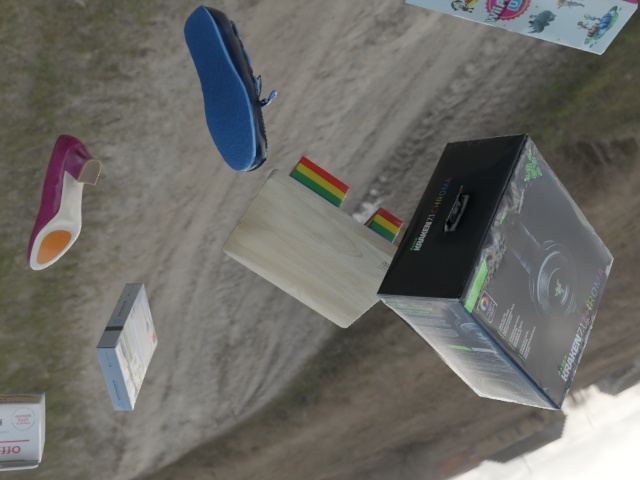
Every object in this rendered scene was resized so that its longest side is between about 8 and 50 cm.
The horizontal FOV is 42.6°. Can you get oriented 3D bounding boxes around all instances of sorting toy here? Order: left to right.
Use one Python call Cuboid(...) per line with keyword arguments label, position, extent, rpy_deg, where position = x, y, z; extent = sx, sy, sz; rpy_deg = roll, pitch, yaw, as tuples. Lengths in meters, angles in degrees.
Cuboid(label="sorting toy", position=(0.000, 0.000, 1.340), extent=(0.089, 0.257, 0.255), rpy_deg=(-61, -173, -34))

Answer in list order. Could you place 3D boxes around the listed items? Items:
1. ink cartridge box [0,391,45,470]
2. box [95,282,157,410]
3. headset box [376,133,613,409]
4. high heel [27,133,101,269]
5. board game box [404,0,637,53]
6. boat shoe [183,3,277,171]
Cuboid(label="ink cartridge box", position=(-0.342, 0.195, 0.853), extent=(0.104, 0.062, 0.181), rpy_deg=(0, 175, -17))
Cuboid(label="box", position=(-0.344, 0.187, 1.476), extent=(0.038, 0.186, 0.145), rpy_deg=(-1, 124, 7))
Cuboid(label="headset box", position=(0.228, 0.036, 1.051), extent=(0.131, 0.283, 0.246), rpy_deg=(0, -126, 47))
Cuboid(label="high heel", position=(-0.488, -0.071, 1.496), extent=(0.082, 0.117, 0.244), rpy_deg=(7, 114, -51))
Cuboid(label="board game box", position=(0.269, -0.404, 1.150), extent=(0.303, 0.224, 0.097), rpy_deg=(9, 145, -12))
Cuboid(label="boat shoe", position=(-0.115, -0.226, 1.196), extent=(0.109, 0.258, 0.089), rpy_deg=(-20, 170, 38))
